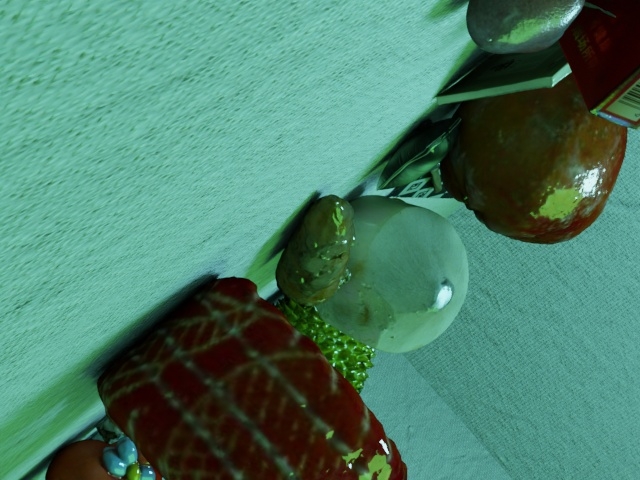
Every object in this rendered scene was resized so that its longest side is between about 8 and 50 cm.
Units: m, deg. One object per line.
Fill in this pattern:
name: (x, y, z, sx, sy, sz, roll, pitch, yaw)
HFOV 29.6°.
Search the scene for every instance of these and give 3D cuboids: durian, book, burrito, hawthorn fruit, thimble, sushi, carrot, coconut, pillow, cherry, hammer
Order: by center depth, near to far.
cherry: (0.192, -0.221, 1.127, 0.126, 0.087, 0.106, -6, 156, -48)
thimble: (-0.080, 0.227, 1.420, 0.230, 0.350, 0.350, -40, 174, -13)
book: (0.251, -0.213, 1.486, 0.138, 0.016, 0.199, -37, -160, -31)
carrot: (0.000, 0.000, 1.562, 0.102, 0.102, 0.263, -39, 168, -22)
pillow: (0.135, -0.116, 1.650, 0.136, 0.055, 0.091, -43, -154, 44)
hawthorn fruit: (0.294, -0.126, 1.714, 0.284, 0.284, 0.284, -41, 174, -5)
coconut: (0.101, 0.049, 1.758, 0.241, 0.241, 0.241, -41, 174, -5)
burrito: (-0.248, 0.230, 1.769, 0.185, 0.045, 0.041, -35, 180, -4)
hammer: (0.196, -0.108, 2.087, 0.062, 0.017, 0.182, -26, 165, 1)
durian: (-0.012, 0.189, 2.112, 0.291, 0.224, 0.291, -46, 171, -9)
sushi: (0.276, -0.162, 2.165, 0.264, 0.050, 0.290, -35, 163, 27)

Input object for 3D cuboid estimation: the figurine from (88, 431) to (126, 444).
figurine: (-0.323, 0.325, 1.838, 0.086, 0.094, 0.082, -78, 165, -51)

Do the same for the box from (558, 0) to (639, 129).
box: (0.383, -0.293, 1.274, 0.089, 0.197, 0.313, 15, 136, -33)

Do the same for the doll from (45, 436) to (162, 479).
doll: (-0.322, 0.347, 1.702, 0.290, 0.130, 0.161, -24, 144, -17)

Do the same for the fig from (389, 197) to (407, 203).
fig: (0.131, -0.027, 2.090, 0.082, 0.098, 0.084, -29, 153, -55)
